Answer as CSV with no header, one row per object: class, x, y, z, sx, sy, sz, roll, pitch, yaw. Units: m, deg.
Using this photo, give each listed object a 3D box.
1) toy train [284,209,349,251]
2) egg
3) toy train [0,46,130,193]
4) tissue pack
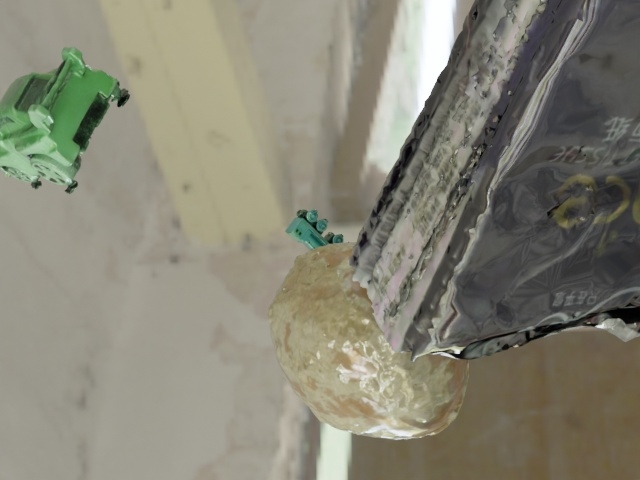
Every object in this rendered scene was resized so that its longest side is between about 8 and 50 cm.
toy train,0.000,0.000,1.774,0.092,0.029,0.045,44,-109,-25
egg,0.057,0.110,1.616,0.245,0.203,0.203,43,-169,7
toy train,-0.212,-0.097,1.149,0.081,0.149,0.099,38,-113,-32
tissue pack,0.184,-0.067,0.919,0.123,0.245,0.332,62,139,41
